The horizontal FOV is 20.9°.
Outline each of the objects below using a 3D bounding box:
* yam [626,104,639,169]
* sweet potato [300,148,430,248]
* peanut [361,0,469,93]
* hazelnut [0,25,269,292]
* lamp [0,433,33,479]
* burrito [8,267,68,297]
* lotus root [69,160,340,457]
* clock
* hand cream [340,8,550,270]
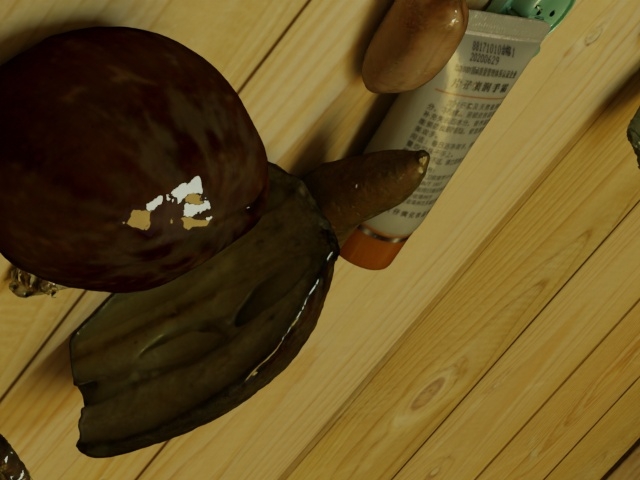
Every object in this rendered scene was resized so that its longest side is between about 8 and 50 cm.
[{"bbox_3d":[0.467,-0.203,2.146,0.259,0.106,0.106,-40,156,-4],"label":"yam"},{"bbox_3d":[-0.003,-0.003,1.752,0.079,0.108,0.346,14,130,-26],"label":"sweet potato"},{"bbox_3d":[0.087,-0.186,1.622,0.076,0.076,0.152,-22,161,-39],"label":"peanut"},{"bbox_3d":[-0.156,-0.047,1.320,0.234,0.218,0.218,-22,149,-43],"label":"hazelnut"},{"bbox_3d":[-0.388,0.269,1.551,0.274,0.177,0.177,-32,154,-19],"label":"lamp"},{"bbox_3d":[-0.195,0.011,1.564,0.185,0.041,0.045,-19,106,-41],"label":"burrito"},{"bbox_3d":[-0.103,0.088,1.682,0.314,0.210,0.142,-33,147,10],"label":"lotus root"},{"bbox_3d":[0.222,-0.246,1.767,0.101,0.041,0.135,-3,135,-56],"label":"clock"},{"bbox_3d":[0.105,-0.106,1.756,0.139,0.089,0.314,4,134,-41],"label":"hand cream"}]
